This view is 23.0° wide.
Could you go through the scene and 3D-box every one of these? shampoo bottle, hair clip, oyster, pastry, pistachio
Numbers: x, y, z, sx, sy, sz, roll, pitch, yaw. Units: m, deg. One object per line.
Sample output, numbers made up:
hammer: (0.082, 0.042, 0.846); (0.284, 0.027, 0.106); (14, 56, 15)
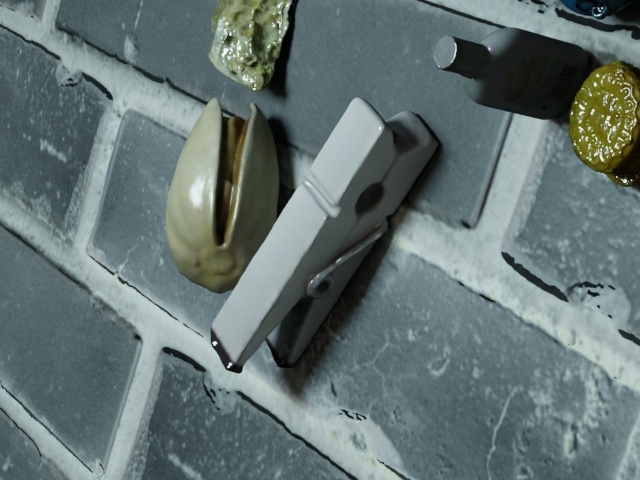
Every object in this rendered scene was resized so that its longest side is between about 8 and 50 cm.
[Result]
shampoo bottle: (0.171, -0.156, 1.431); (0.080, 0.165, 0.040); (-60, 44, 25)
hair clip: (0.002, 0.003, 1.669); (0.331, 0.101, 0.085); (-56, 42, 25)
oyster: (-0.092, -0.275, 1.851); (0.133, 0.072, 0.209); (4, 85, 48)
pastry: (0.266, -0.104, 1.392); (0.097, 0.057, 0.109); (3, 85, 52)
pistachio: (-0.110, -0.051, 1.791); (0.152, 0.126, 0.223); (131, 144, -84)

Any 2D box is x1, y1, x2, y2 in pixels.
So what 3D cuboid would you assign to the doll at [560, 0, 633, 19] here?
doll: (0.250, -0.265, 1.425); (0.114, 0.085, 0.152); (-21, 57, 35)
